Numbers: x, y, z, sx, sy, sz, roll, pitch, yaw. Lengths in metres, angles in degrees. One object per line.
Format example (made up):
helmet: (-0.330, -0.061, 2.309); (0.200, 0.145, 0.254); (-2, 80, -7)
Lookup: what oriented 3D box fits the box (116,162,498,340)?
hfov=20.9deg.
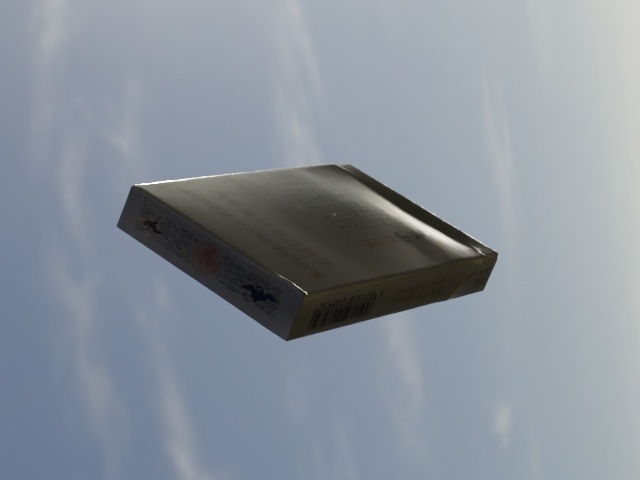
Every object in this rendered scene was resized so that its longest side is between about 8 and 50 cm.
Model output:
box: (0.000, 0.001, 1.626); (0.365, 0.204, 0.051); (-10, -53, -57)
